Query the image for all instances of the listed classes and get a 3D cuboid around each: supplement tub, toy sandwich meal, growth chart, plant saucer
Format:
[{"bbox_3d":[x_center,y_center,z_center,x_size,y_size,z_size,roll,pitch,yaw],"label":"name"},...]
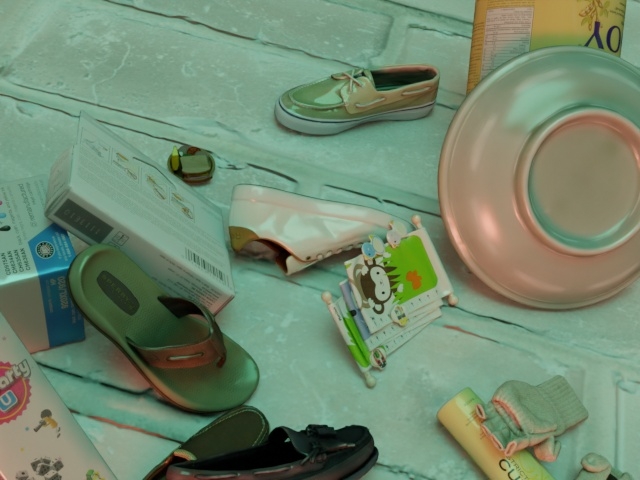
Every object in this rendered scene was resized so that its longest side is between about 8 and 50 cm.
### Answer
[{"bbox_3d":[0.364,-0.293,1.473,0.241,0.331,0.241,4,6,0],"label":"supplement tub"},{"bbox_3d":[-0.207,-0.126,1.449,0.086,0.029,0.085,6,50,-7],"label":"toy sandwich meal"},{"bbox_3d":[0.102,0.075,1.303,0.237,0.021,0.172,-36,98,-34],"label":"growth chart"},{"bbox_3d":[0.377,-0.088,1.327,0.401,0.400,0.100,0,7,-11],"label":"plant saucer"}]

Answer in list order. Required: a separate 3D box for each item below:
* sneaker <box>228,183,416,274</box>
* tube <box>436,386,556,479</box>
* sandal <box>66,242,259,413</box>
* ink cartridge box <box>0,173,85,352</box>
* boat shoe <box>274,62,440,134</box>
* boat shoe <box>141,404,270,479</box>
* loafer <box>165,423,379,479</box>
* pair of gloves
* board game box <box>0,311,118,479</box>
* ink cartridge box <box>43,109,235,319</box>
[{"bbox_3d":[0.000,0.000,1.364,0.290,0.106,0.123,10,83,-12],"label":"sneaker"},{"bbox_3d":[0.253,0.299,1.176,0.070,0.062,0.240,-42,70,3],"label":"tube"},{"bbox_3d":[-0.188,0.118,1.138,0.303,0.086,0.120,43,51,-28],"label":"sandal"},{"bbox_3d":[-0.445,0.048,1.168,0.233,0.168,0.171,-15,56,-22],"label":"ink cartridge box"},{"bbox_3d":[0.066,-0.260,1.571,0.303,0.094,0.109,-11,54,-19],"label":"boat shoe"},{"bbox_3d":[-0.149,0.284,1.081,0.095,0.095,0.257,34,53,17],"label":"boat shoe"},{"bbox_3d":[-0.049,0.264,1.063,0.303,0.109,0.095,-15,96,-41],"label":"loafer"},{"bbox_3d":[0.319,0.281,1.170,0.204,0.042,0.240,-2,52,-39],"label":"pair of gloves"},{"bbox_3d":[-0.363,0.171,0.958,0.097,0.224,0.303,-40,108,-34],"label":"board game box"},{"bbox_3d":[-0.248,-0.039,1.259,0.275,0.060,0.239,37,17,-28],"label":"ink cartridge box"}]
